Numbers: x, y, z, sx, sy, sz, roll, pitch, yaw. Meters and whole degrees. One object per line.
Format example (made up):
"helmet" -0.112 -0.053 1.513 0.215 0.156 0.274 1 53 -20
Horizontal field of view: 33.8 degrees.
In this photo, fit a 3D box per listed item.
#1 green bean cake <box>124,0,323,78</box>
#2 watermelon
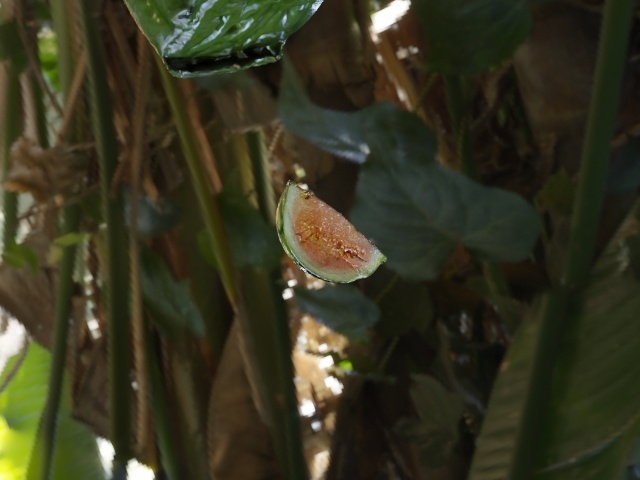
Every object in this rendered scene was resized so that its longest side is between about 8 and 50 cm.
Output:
"green bean cake" -0.101 -0.414 1.521 0.335 0.218 0.319 -26 167 -46
"watermelon" -0.006 0.011 1.310 0.087 0.163 0.069 -39 -159 39
